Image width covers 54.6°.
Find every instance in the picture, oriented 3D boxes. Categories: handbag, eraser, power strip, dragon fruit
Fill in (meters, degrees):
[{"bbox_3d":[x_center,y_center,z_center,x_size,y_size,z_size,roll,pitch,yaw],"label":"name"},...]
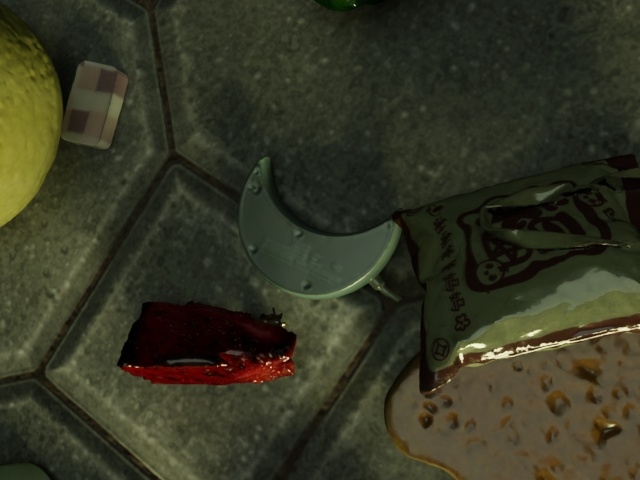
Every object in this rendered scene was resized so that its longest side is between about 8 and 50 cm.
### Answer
[{"bbox_3d":[0.184,0.020,0.539,0.235,0.127,0.213,-14,38,13],"label":"handbag"},{"bbox_3d":[-0.289,-0.172,0.793,0.065,0.026,0.105,15,88,19],"label":"eraser"},{"bbox_3d":[0.000,0.000,0.686,0.216,0.044,0.137,25,91,17],"label":"power strip"},{"bbox_3d":[-0.118,0.104,0.673,0.192,0.122,0.092,-3,68,17],"label":"dragon fruit"}]

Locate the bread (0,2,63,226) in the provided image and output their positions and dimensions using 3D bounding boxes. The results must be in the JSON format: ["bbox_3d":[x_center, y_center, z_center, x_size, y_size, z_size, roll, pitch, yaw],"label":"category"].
[{"bbox_3d":[-0.472,-0.151,0.741,0.320,0.237,0.321,-7,75,28],"label":"bread"}]

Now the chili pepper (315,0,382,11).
[{"bbox_3d":[0.021,-0.432,0.663,0.167,0.213,0.385,-19,81,-30],"label":"chili pepper"}]

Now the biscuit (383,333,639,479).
[{"bbox_3d":[0.259,0.239,0.579,0.368,0.076,0.394,-32,74,10],"label":"biscuit"}]

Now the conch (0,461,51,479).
[{"bbox_3d":[-0.412,0.367,0.734,0.221,0.121,0.185,-40,105,3],"label":"conch"}]
